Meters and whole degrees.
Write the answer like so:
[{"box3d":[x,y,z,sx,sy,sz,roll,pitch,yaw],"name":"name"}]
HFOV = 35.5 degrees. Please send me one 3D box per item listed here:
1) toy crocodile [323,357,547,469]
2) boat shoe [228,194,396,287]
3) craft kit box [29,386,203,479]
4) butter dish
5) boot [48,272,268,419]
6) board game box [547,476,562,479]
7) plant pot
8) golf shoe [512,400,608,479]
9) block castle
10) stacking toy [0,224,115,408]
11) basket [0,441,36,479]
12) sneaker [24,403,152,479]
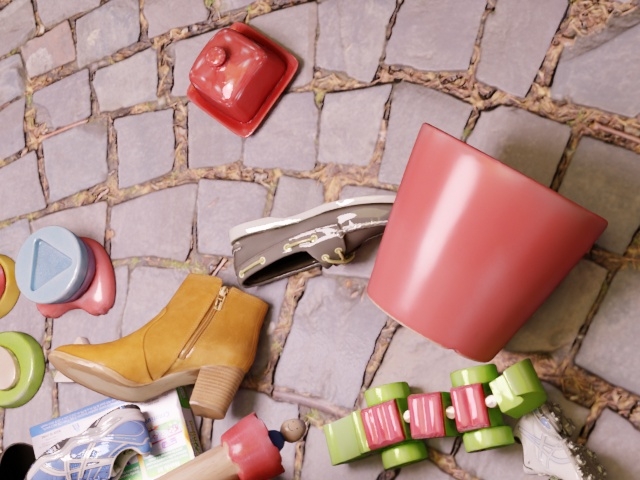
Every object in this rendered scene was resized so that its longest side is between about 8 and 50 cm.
[{"box3d":[0.148,0.240,1.361,0.340,0.105,0.115,-19,72,28],"name":"toy crocodile"},{"box3d":[0.002,0.001,1.493,0.305,0.109,0.091,-13,73,25],"name":"boat shoe"},{"box3d":[-0.299,0.364,1.530,0.249,0.061,0.247,-20,67,5],"name":"craft kit box"},{"box3d":[-0.145,-0.276,1.611,0.160,0.118,0.160,37,92,25],"name":"butter dish"},{"box3d":[-0.241,0.141,1.524,0.295,0.104,0.211,14,60,5],"name":"boot"},{"box3d":[0.274,0.416,1.260,0.259,0.030,0.136,-41,58,-16],"name":"board game box"},{"box3d":[0.202,0.012,1.335,0.275,0.275,0.243,32,99,25],"name":"plant pot"},{"box3d":[0.308,0.288,1.300,0.086,0.069,0.176,-50,32,16],"name":"golf shoe"},{"box3d":[-0.020,0.462,1.272,0.213,0.303,0.453,-26,66,-15],"name":"block castle"},{"box3d":[-0.502,0.122,1.653,0.309,0.130,0.280,-14,72,19],"name":"stacking toy"},{"box3d":[-0.522,0.448,1.571,0.227,0.154,0.204,-26,95,19],"name":"basket"},{"box3d":[-0.345,0.329,1.479,0.211,0.080,0.081,-35,68,0],"name":"sneaker"}]
